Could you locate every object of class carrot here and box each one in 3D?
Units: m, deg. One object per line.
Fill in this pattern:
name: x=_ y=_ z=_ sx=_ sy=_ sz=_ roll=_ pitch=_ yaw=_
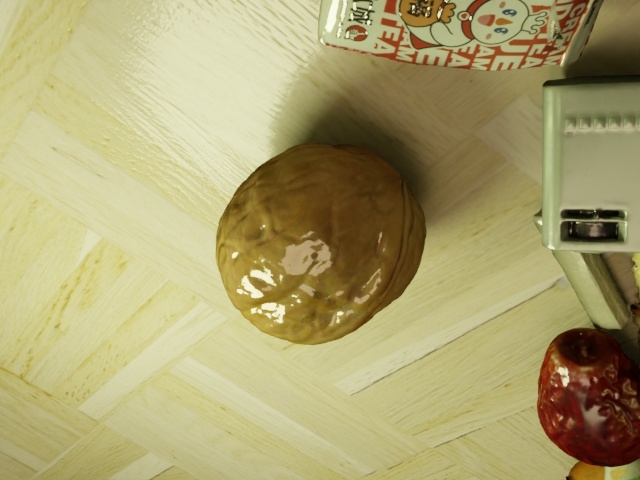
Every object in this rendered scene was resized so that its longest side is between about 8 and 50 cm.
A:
carrot: x=0.549 y=0.526 z=1.626 sx=0.101 sy=0.102 sz=0.263 roll=-9 pitch=124 yaw=30

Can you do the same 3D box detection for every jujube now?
jujube: x=0.429 y=0.243 z=1.332 sx=0.190 sy=0.190 sz=0.255 roll=-4 pitch=131 yaw=25

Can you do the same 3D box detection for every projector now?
projector: x=0.386 y=-0.090 z=0.984 sx=0.250 sy=0.108 sz=0.198 roll=1 pitch=105 yaw=19

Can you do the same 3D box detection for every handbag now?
handbag: x=0.157 y=-0.281 z=0.905 sx=0.298 sy=0.151 sz=0.171 roll=12 pitch=143 yaw=-1

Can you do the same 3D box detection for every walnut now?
walnut: x=0.000 y=0.002 z=1.185 sx=0.277 sy=0.252 sz=0.313 roll=39 pitch=126 yaw=-20

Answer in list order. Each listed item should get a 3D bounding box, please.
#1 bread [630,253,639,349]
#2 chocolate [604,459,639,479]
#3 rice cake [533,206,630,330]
bread: x=0.572 y=0.108 z=1.097 sx=0.404 sy=0.242 sz=0.346 roll=-19 pitch=125 yaw=31
chocolate: x=0.509 y=0.401 z=1.380 sx=0.110 sy=0.291 sz=0.110 roll=12 pitch=136 yaw=12
rice cake: x=0.381 y=0.042 z=1.224 sx=0.057 sy=0.052 sz=0.256 roll=-12 pitch=130 yaw=36
